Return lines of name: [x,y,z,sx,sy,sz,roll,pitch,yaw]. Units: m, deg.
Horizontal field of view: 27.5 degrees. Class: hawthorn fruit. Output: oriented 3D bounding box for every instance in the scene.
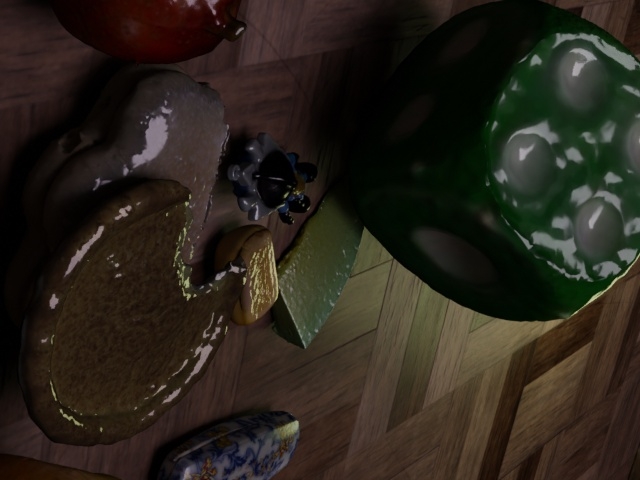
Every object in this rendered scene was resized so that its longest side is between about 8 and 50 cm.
hawthorn fruit: [-0.131,-0.220,1.059,0.169,0.188,0.169,-54,160,-29]

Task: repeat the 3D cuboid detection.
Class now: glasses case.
glasses case: [-0.109,0.267,1.601,0.248,0.065,0.087,-12,120,-55]

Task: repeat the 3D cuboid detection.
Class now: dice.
dice: [0.230,-0.095,1.565,0.297,0.287,0.300,42,71,-20]

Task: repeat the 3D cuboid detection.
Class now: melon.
melon: [0.001,-0.001,1.624,0.114,0.053,0.261,39,73,-42]

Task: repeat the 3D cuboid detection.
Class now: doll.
doll: [-0.055,-0.066,1.435,0.195,0.070,0.096,9,89,-68]

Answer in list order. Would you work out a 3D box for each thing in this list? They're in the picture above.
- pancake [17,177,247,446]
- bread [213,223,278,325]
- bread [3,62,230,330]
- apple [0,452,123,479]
pancake: [-0.162,0.067,1.192,0.286,0.033,0.288,-24,136,-45]
bread: [-0.089,0.036,1.468,0.082,0.056,0.115,-45,141,-39]
bread: [-0.202,-0.002,1.204,0.183,0.102,0.337,-11,123,-52]
apple: [-0.263,0.312,1.155,0.286,0.286,0.233,36,63,-61]
